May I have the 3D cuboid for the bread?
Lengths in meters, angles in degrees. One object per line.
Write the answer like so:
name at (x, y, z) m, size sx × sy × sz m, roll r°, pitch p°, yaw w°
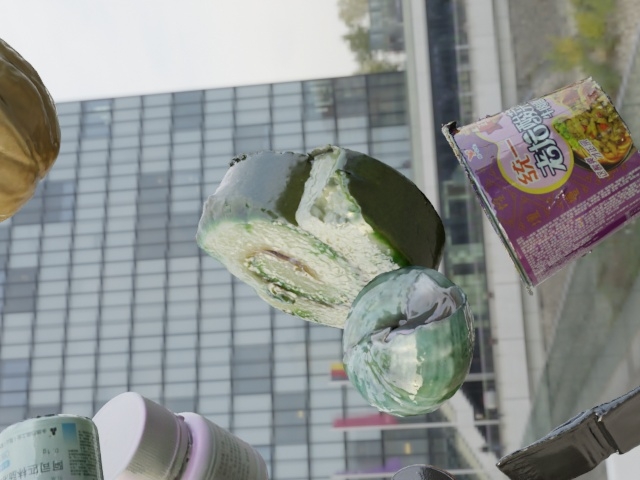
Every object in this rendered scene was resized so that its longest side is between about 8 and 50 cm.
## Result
bread at (0.000, 0.000, 1.488) m, size 0.382 × 0.366 × 0.129 m, roll 112°, pitch -179°, yaw -60°

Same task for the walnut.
walnut at (-0.417, -0.137, 1.090) m, size 0.261 × 0.225 × 0.225 m, roll 41°, pitch -160°, yaw -12°

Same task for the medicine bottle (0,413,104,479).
medicine bottle at (-0.342, 0.320, 1.263) m, size 0.135 × 0.135 × 0.169 m, roll 71°, pitch -176°, yaw -64°

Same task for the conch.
conch at (0.123, 0.124, 1.296) m, size 0.195 × 0.220 × 0.277 m, roll 54°, pitch -153°, yaw 16°

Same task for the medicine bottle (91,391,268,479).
medicine bottle at (-0.271, 0.428, 1.796) m, size 0.302 × 0.241 × 0.241 m, roll 38°, pitch -144°, yaw -32°

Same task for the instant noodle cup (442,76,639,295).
instant noodle cup at (0.396, -0.113, 1.691) m, size 0.340 × 0.265 × 0.340 m, roll 58°, pitch -169°, yaw -18°

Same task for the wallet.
wallet at (0.454, 0.318, 1.607) m, size 0.247 × 0.322 × 0.041 m, roll 45°, pitch -162°, yaw -55°

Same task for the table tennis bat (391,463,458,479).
table tennis bat at (0.157, 0.466, 1.763) m, size 0.019 × 0.220 × 0.130 m, roll -5°, pitch -95°, yaw -62°
